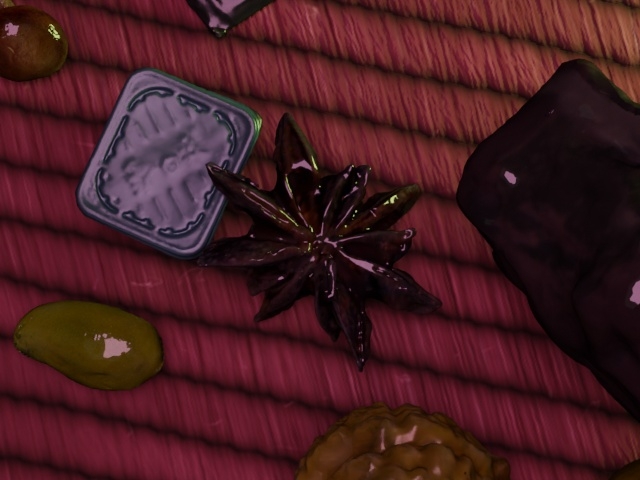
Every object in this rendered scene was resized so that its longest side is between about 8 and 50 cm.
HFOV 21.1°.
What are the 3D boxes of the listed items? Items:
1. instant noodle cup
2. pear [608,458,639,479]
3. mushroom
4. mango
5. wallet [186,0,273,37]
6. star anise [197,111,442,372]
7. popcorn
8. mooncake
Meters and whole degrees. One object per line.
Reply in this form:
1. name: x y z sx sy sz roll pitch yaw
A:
1. instant noodle cup: -0.161 -0.081 1.844 0.157 0.070 0.179 24 86 6
2. pear: 0.363 0.302 1.722 0.198 0.198 0.198 0 84 3
3. mushroom: -0.339 -0.228 1.868 0.129 0.073 0.088 47 121 10
4. mango: -0.248 0.111 1.824 0.165 0.074 0.091 8 86 4
5. wallet: -0.105 -0.420 1.892 0.247 0.041 0.323 -34 87 -1
6. star anise: -0.004 0.002 1.792 0.283 0.129 0.212 28 90 -11
7. popcorn: 0.081 0.293 1.713 0.270 0.224 0.258 10 78 38
8. mooncake: 0.311 0.034 1.665 0.212 0.381 0.350 -42 121 2
